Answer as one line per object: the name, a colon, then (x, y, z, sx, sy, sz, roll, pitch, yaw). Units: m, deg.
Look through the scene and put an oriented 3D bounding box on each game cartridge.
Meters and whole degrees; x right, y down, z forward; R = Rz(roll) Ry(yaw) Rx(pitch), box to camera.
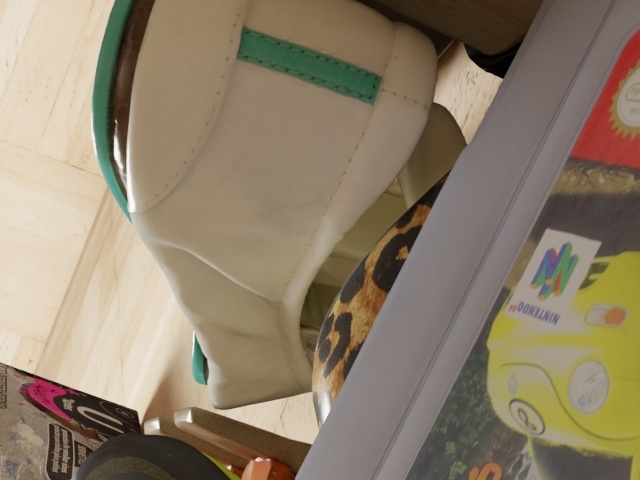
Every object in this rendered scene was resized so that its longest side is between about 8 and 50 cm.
game cartridge: (0.089, 0.034, 0.409, 0.196, 0.060, 0.294, -66, 22, -3)

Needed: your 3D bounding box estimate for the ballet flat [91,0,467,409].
ballet flat: (0.000, 0.000, 0.773, 0.400, 0.139, 0.139, 78, -152, -74)

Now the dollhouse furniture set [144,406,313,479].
dollhouse furniture set: (-0.104, 0.216, 0.898, 0.259, 0.135, 0.262, 151, 138, -72)

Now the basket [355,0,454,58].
basket: (-0.013, -0.133, 1.059, 0.227, 0.154, 0.204, 160, 127, -69)

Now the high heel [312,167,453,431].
high heel: (0.056, 0.088, 0.566, 0.261, 0.093, 0.186, -70, 21, 0)

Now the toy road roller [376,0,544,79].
toy road roller: (0.092, -0.227, 0.651, 0.240, 0.202, 0.330, -34, 40, 49)

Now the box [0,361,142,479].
box: (-0.221, 0.212, 1.407, 0.247, 0.142, 0.163, -130, 63, -75)

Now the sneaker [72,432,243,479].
sneaker: (-0.066, 0.187, 0.681, 0.111, 0.121, 0.300, -32, 43, 19)
